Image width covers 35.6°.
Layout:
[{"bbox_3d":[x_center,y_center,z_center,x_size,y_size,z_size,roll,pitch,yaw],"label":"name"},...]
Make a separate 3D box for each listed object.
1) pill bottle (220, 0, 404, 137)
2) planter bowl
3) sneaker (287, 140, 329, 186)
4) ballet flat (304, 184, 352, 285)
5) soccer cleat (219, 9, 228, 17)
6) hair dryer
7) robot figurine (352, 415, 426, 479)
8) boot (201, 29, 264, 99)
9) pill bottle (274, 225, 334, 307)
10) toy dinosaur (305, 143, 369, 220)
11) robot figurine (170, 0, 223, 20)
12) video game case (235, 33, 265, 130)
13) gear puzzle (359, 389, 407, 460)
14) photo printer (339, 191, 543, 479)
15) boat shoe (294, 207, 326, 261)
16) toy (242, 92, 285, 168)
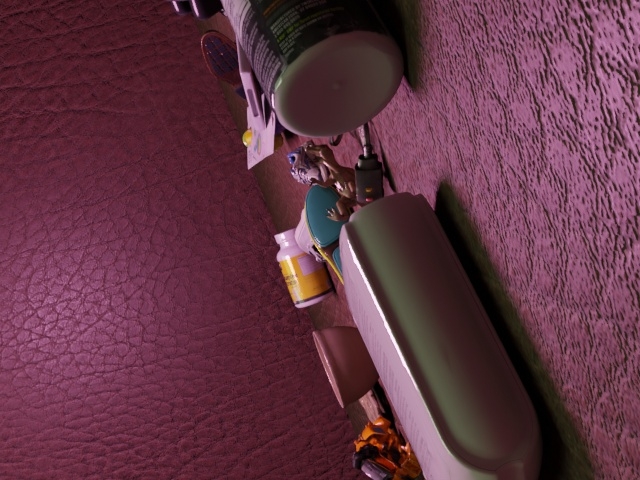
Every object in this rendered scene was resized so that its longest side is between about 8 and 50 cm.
[{"bbox_3d":[-0.023,-0.226,0.963,0.130,0.130,0.245,77,171,-55],"label":"pill bottle"},{"bbox_3d":[0.063,0.236,1.975,0.162,0.109,0.162,158,90,-85],"label":"planter bowl"},{"bbox_3d":[-0.020,-0.115,1.725,0.135,0.058,0.052,-118,9,-47],"label":"sneaker"},{"bbox_3d":[0.039,0.012,1.591,0.231,0.077,0.077,63,-171,33],"label":"ballet flat"},{"bbox_3d":[-0.161,-0.429,1.826,0.060,0.072,0.179,81,166,-66],"label":"soccer cleat"},{"bbox_3d":[-0.008,-0.197,1.193,0.223,0.080,0.293,-117,8,-52],"label":"hair dryer"},{"bbox_3d":[0.140,0.353,1.513,0.211,0.085,0.291,32,177,-5],"label":"robot figurine"},{"bbox_3d":[-0.193,-0.392,2.097,0.219,0.082,0.106,48,-160,-52],"label":"boot"},{"bbox_3d":[-0.043,0.060,2.379,0.103,0.103,0.184,-172,61,-84],"label":"pill bottle"},{"bbox_3d":[0.042,-0.061,1.287,0.183,0.053,0.093,51,-147,5],"label":"toy dinosaur"},{"bbox_3d":[-0.229,-0.518,1.679,0.173,0.209,0.278,-84,-19,-50],"label":"robot figurine"},{"bbox_3d":[-0.141,-0.352,1.931,0.193,0.023,0.212,79,-177,-63],"label":"video game case"},{"bbox_3d":[0.125,0.361,2.245,0.339,0.044,0.175,-121,12,-46],"label":"gear puzzle"},{"bbox_3d":[0.123,0.134,1.017,0.256,0.107,0.307,80,167,-65],"label":"photo printer"},{"bbox_3d":[0.001,0.000,1.843,0.227,0.079,0.081,96,157,-71],"label":"boat shoe"},{"bbox_3d":[-0.105,-0.228,2.045,0.237,0.056,0.136,169,101,-70],"label":"toy"}]
